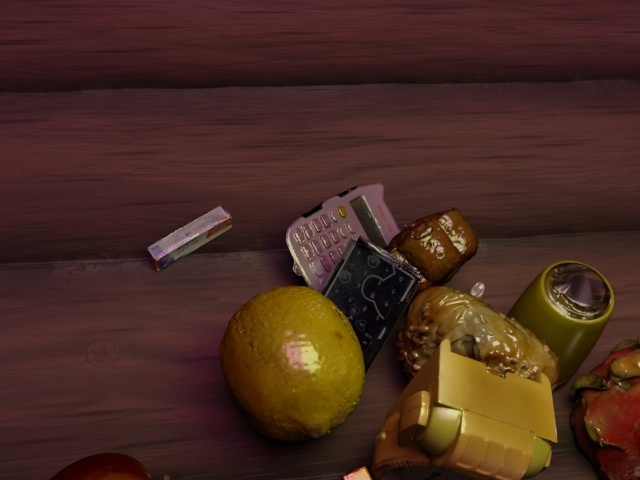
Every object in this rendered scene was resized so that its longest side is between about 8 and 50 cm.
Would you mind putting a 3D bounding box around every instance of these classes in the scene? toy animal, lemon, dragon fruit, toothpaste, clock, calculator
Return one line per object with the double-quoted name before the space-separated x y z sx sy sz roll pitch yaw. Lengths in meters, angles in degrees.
"toy animal" 0.310 0.159 1.659 0.085 0.071 0.124 -8 56 -12
"lemon" -0.050 0.225 1.446 0.257 0.258 0.310 -15 45 -18
"dragon fruit" 0.630 0.294 1.489 0.296 0.263 0.314 -11 57 -15
"toothpaste" -0.277 -0.006 1.711 0.196 0.047 0.040 -33 61 -27
"clock" 0.224 0.341 1.368 0.244 0.317 0.200 22 50 -8
"calculator" 0.067 0.140 1.559 0.165 0.028 0.274 32 101 14
"calculator" 0.052 0.002 1.707 0.294 0.043 0.194 -29 92 -31

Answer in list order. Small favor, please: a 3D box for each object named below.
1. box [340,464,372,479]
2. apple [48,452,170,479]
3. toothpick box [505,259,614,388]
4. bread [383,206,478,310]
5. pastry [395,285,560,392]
"box" 0.088 0.486 1.370 0.048 0.112 0.175 -19 58 -20
"apple" -0.332 0.490 1.213 0.288 0.288 0.317 37 68 18
"toothpick box" 0.452 0.160 1.553 0.174 0.271 0.175 4 54 -5
"bread" 0.212 0.031 1.635 0.232 0.247 0.135 -35 75 -30
"pastry" 0.278 0.226 1.493 0.310 0.255 0.162 29 52 20
